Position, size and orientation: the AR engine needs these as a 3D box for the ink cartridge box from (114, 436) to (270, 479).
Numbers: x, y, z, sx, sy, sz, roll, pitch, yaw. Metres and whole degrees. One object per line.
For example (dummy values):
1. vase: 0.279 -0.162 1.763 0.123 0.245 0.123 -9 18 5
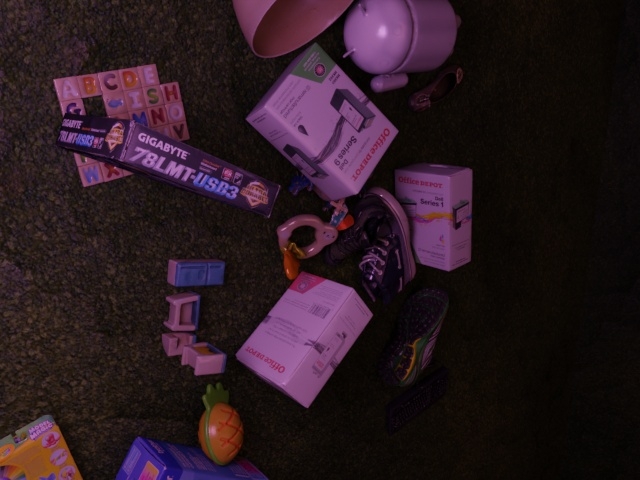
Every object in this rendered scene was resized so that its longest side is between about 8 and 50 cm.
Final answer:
1. ink cartridge box: -0.333 0.611 1.244 0.395 0.151 0.270 32 79 -41

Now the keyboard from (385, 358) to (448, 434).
1. keyboard: 0.338 0.516 1.914 0.317 0.033 0.202 -23 115 -38

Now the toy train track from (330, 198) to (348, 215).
1. toy train track: 0.054 -0.099 1.374 0.048 0.014 0.083 28 67 -9

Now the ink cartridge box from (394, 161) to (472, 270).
1. ink cartridge box: 0.327 -0.075 1.630 0.117 0.201 0.278 -18 113 -38

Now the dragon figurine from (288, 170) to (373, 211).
1. dragon figurine: 0.049 -0.168 1.431 0.289 0.085 0.144 -37 124 -28

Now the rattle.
1. rattle: 0.000 0.000 1.351 0.199 0.143 0.130 -11 110 -6

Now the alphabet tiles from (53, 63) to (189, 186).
1. alphabet tiles: -0.370 -0.229 1.084 0.237 0.009 0.198 -24 116 -36

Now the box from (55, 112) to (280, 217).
1. box: -0.271 -0.135 0.991 0.295 0.293 0.073 19 88 -43

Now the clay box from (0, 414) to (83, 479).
1. clay box: -0.543 0.441 1.068 0.127 0.053 0.222 -27 117 -35

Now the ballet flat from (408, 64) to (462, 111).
1. ballet flat: 0.355 -0.451 1.658 0.250 0.058 0.084 -37 124 -30

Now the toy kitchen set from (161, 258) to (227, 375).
1. toy kitchen set: -0.240 0.157 1.194 0.122 0.166 0.207 0 101 -42

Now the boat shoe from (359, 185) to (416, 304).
1. boat shoe: 0.168 0.027 1.561 0.158 0.127 0.341 -47 128 -32

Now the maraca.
1. maraca: -0.236 0.428 1.309 0.127 0.099 0.186 25 52 -69

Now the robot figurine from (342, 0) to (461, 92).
1. robot figurine: 0.200 -0.521 1.400 0.353 0.199 0.300 -16 126 -39

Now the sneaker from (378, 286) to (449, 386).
1. sneaker: 0.309 0.306 1.783 0.146 0.134 0.344 31 89 -50

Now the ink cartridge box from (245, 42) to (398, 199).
1. ink cartridge box: 0.011 -0.265 1.286 0.289 0.121 0.211 41 69 -20

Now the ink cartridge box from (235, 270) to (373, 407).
1. ink cartridge box: -0.041 0.233 1.370 0.283 0.207 0.117 -52 128 -19

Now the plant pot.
1. plant pot: -0.073 -0.541 1.130 0.284 0.284 0.191 -32 86 -33

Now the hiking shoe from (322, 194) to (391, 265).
1. hiking shoe: 0.088 -0.010 1.450 0.086 0.114 0.227 27 111 -28
